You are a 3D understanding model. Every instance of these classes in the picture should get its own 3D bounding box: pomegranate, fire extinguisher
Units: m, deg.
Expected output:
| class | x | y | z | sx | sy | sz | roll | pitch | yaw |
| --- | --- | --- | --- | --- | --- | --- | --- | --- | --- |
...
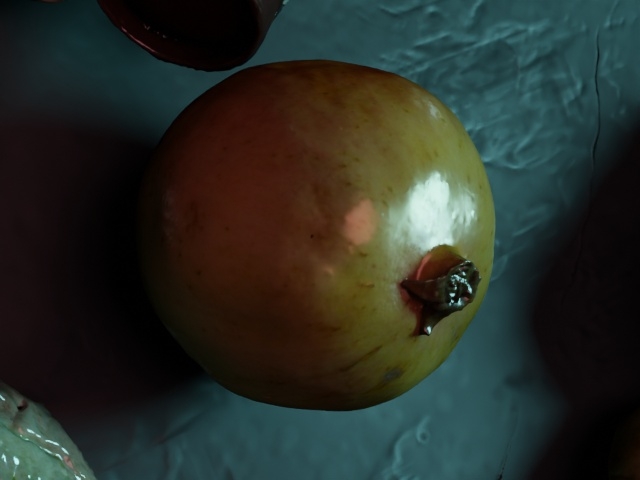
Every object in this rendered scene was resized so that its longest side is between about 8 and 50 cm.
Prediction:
| class | x | y | z | sx | sy | sz | roll | pitch | yaw |
| --- | --- | --- | --- | --- | --- | --- | --- | --- | --- |
| pomegranate | -0.002 | 0.001 | 0.698 | 0.191 | 0.191 | 0.191 | 6 | 78 | -32 |
| fire extinguisher | -0.014 | -0.238 | 0.766 | 0.105 | 0.141 | 0.341 | 14 | 55 | 14 |

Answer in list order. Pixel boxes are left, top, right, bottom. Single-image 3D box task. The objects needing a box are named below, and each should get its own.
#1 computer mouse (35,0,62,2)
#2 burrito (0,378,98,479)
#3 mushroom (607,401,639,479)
| class | x | y | z | sx | sy | sz | roll | pitch | yaw |
| --- | --- | --- | --- | --- | --- | --- | --- | --- | --- |
| computer mouse | -0.193 | -0.217 | 0.678 | 0.236 | 0.082 | 0.145 | 28 | 67 | -25 |
| burrito | -0.103 | 0.189 | 0.656 | 0.309 | 0.066 | 0.096 | 56 | 19 | -9 |
| mushroom | 0.261 | 0.147 | 0.908 | 0.209 | 0.072 | 0.094 | 1 | 83 | -36 |
